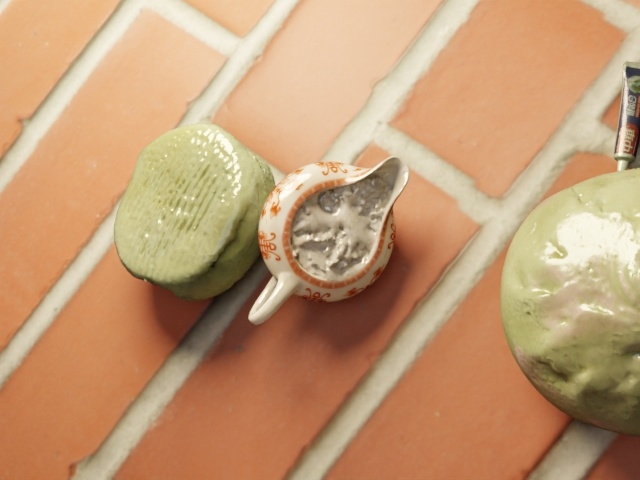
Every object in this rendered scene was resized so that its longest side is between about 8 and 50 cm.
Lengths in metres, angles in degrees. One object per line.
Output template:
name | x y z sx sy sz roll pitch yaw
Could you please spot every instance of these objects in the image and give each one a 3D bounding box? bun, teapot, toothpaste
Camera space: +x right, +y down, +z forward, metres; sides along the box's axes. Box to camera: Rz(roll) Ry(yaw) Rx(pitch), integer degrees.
bun | -0.148 -0.035 0.916 0.221 0.108 0.222 -7 73 23
teapot | 0.000 0.000 0.852 0.246 0.159 0.116 -56 27 -8
bun | 0.303 0.046 0.712 0.283 0.179 0.284 -10 67 25
toothpaste | 0.355 -0.141 0.840 0.037 0.021 0.140 12 78 13
